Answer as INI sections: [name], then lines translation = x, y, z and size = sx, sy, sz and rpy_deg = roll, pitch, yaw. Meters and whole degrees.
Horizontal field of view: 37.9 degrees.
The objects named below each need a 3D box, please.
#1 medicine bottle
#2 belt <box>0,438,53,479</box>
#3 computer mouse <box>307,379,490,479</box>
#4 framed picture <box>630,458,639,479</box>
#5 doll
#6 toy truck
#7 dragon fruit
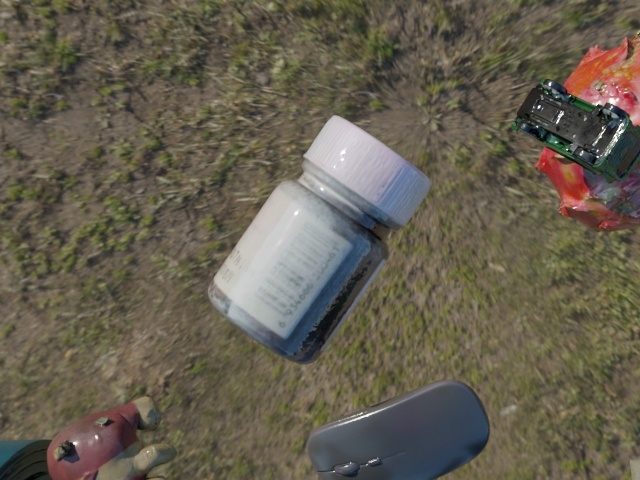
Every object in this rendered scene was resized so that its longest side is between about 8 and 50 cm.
[medicine bottle]
translation = 0.000, 0.000, 1.134
size = 0.165, 0.165, 0.273
rpy_deg = 35, 91, 1
[belt]
translation = -0.446, 0.441, 1.203
size = 0.173, 0.436, 0.300
rpy_deg = -4, 112, 16
[computer mouse]
translation = 0.096, 0.252, 1.164
size = 0.232, 0.057, 0.120
rpy_deg = -22, 105, 13
[framed picture]
translation = 0.440, 0.466, 1.146
size = 0.020, 0.324, 0.240
rpy_deg = -18, 129, 26
[doll]
translation = -0.245, 0.343, 1.187
size = 0.152, 0.196, 0.255
rpy_deg = -18, 69, -22
[toy truck]
translation = 0.263, -0.112, 0.949
size = 0.079, 0.147, 0.065
rpy_deg = 25, 101, -35
[dragon fruit]
translation = 0.368, -0.139, 1.121
size = 0.210, 0.205, 0.268
rpy_deg = 24, 106, 38
